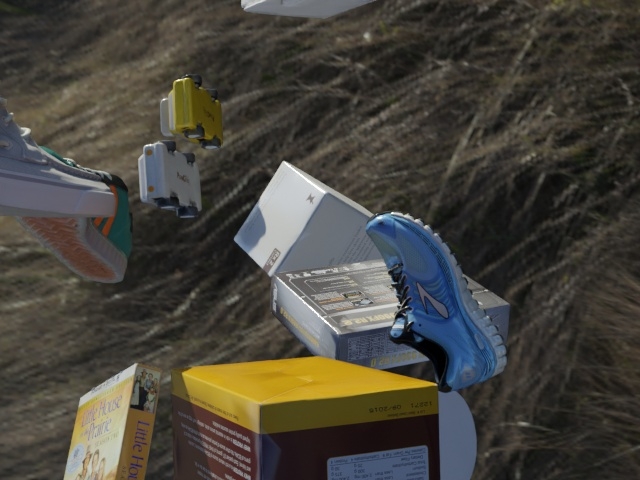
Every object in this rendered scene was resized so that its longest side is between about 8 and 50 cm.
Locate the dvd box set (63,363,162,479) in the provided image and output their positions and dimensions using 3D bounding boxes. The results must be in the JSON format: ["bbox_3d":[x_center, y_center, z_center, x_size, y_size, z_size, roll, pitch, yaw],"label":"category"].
[{"bbox_3d":[-0.411,0.465,2.005,0.307,0.062,0.421,-31,46,52],"label":"dvd box set"}]

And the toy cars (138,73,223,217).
[{"bbox_3d":[-0.235,-0.150,1.728,0.087,0.177,0.394,-6,34,10],"label":"toy cars"}]

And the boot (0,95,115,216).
[{"bbox_3d":[-0.248,-0.085,0.813,0.095,0.258,0.124,0,85,29],"label":"boot"}]

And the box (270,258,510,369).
[{"bbox_3d":[0.080,0.082,1.285,0.183,0.231,0.056,37,130,55],"label":"box"}]

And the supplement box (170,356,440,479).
[{"bbox_3d":[-0.016,0.192,0.765,0.191,0.129,0.194,180,88,-65],"label":"supplement box"}]

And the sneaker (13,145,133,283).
[{"bbox_3d":[-0.328,-0.057,1.439,0.108,0.302,0.121,4,64,12],"label":"sneaker"}]

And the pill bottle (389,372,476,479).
[{"bbox_3d":[0.047,0.309,1.668,0.362,0.210,0.210,-8,74,44],"label":"pill bottle"}]

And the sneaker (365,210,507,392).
[{"bbox_3d":[0.081,0.050,0.864,0.162,0.073,0.063,57,163,7],"label":"sneaker"}]

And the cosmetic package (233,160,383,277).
[{"bbox_3d":[0.000,0.000,1.650,0.151,0.183,0.151,-57,36,5],"label":"cosmetic package"}]

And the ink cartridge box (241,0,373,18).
[{"bbox_3d":[0.003,-0.405,1.206,0.207,0.117,0.283,-175,88,-64],"label":"ink cartridge box"}]
